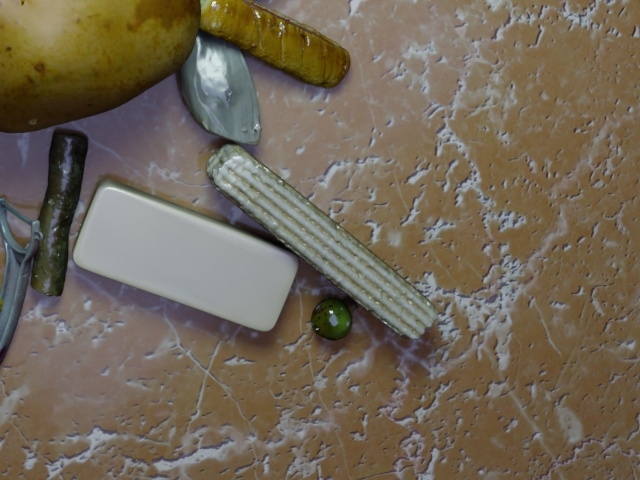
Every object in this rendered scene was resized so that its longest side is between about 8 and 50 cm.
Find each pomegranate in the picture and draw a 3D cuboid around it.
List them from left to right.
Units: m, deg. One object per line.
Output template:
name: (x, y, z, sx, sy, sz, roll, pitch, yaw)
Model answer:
pomegranate: (-0.365, -0.335, 1.495, 0.417, 0.416, 0.416, -2, 101, -11)
pomegranate: (0.022, 0.120, 1.820, 0.073, 0.073, 0.084, 32, 75, -15)

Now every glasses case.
glasses case: (-0.209, 0.025, 1.751, 0.337, 0.076, 0.144, 22, 96, -14)

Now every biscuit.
biscuit: (0.000, 0.000, 1.758, 0.426, 0.144, 0.078, 39, 92, -17)

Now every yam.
yam: (-0.402, -0.040, 1.710, 0.061, 0.061, 0.252, 9, 99, -13)

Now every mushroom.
mushroom: (-0.183, -0.297, 1.691, 0.109, 0.097, 0.351, -24, 100, -4)

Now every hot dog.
hot dog: (-0.069, -0.298, 1.677, 0.286, 0.061, 0.087, 15, 119, -35)

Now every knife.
knife: (-0.473, 0.084, 1.709, 0.053, 0.123, 0.277, 1, 111, -42)

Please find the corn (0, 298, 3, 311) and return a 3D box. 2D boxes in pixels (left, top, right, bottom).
corn: (-0.575, 0.139, 1.676, 0.262, 0.097, 0.097, -41, 106, 13)
